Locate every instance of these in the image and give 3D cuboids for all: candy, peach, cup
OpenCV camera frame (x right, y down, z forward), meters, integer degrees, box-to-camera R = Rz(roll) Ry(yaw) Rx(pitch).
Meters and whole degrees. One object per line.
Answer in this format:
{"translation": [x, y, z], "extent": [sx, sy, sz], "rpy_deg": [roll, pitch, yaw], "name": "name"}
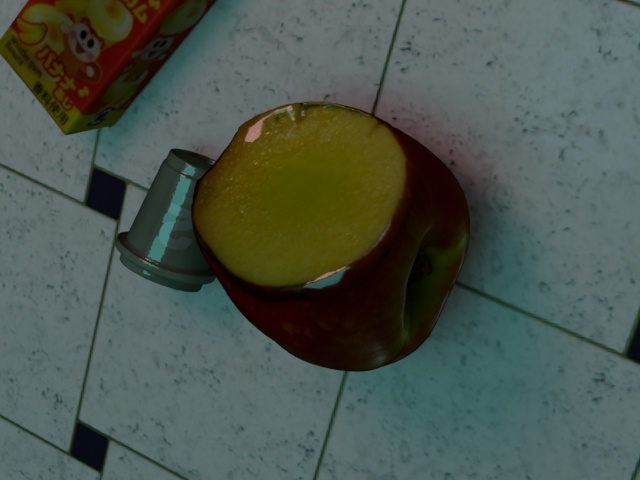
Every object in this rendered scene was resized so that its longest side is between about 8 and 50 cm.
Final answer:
{"translation": [-0.224, -0.257, 1.491], "extent": [0.276, 0.088, 0.146], "rpy_deg": [-43, 80, 29], "name": "candy"}
{"translation": [0.000, 0.000, 1.349], "extent": [0.274, 0.248, 0.245], "rpy_deg": [33, 138, 31], "name": "peach"}
{"translation": [-0.152, -0.024, 1.506], "extent": [0.120, 0.120, 0.141], "rpy_deg": [28, 101, 20], "name": "cup"}
